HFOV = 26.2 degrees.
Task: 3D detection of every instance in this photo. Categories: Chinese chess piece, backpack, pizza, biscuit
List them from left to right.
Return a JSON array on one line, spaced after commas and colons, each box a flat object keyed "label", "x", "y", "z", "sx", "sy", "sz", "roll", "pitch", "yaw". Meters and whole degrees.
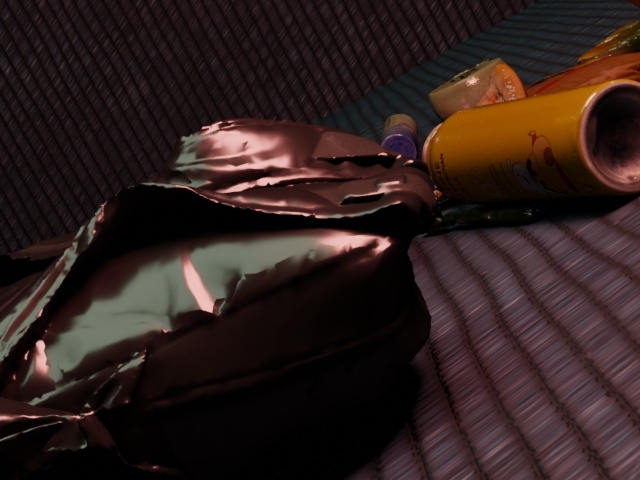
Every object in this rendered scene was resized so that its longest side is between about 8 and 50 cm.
[{"label": "backpack", "x": -0.107, "y": 0.070, "z": 1.022, "sx": 0.445, "sy": 0.255, "sz": 0.363, "roll": -26, "pitch": 15, "yaw": -1}, {"label": "pizza", "x": 0.167, "y": -0.100, "z": 1.580, "sx": 0.195, "sy": 0.052, "sz": 0.185, "roll": -43, "pitch": 33, "yaw": 37}, {"label": "Chinese chess piece", "x": 0.249, "y": -0.250, "z": 2.273, "sx": 0.144, "sy": 0.058, "sz": 0.144, "roll": -28, "pitch": 8, "yaw": 4}, {"label": "biscuit", "x": 0.309, "y": -0.186, "z": 1.676, "sx": 0.262, "sy": 0.052, "sz": 0.277, "roll": -27, "pitch": 6, "yaw": -21}, {"label": "pizza", "x": 0.433, "y": -0.268, "z": 1.857, "sx": 0.175, "sy": 0.046, "sz": 0.134, "roll": -25, "pitch": 11, "yaw": 21}]

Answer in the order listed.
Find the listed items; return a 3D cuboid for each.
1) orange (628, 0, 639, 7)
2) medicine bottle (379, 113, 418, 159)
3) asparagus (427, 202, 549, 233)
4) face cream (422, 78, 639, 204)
[{"label": "orange", "x": 0.472, "y": -0.415, "z": 1.638, "sx": 0.340, "sy": 0.341, "sz": 0.293, "roll": -29, "pitch": 14, "yaw": -1}, {"label": "medicine bottle", "x": 0.121, "y": -0.152, "z": 2.112, "sx": 0.059, "sy": 0.059, "sz": 0.231, "roll": -27, "pitch": 9, "yaw": 9}, {"label": "asparagus", "x": 0.160, "y": -0.022, "z": 1.415, "sx": 0.233, "sy": 0.022, "sz": 0.023, "roll": -8, "pitch": 64, "yaw": 65}, {"label": "face cream", "x": 0.200, "y": -0.090, "z": 1.361, "sx": 0.105, "sy": 0.105, "sz": 0.348, "roll": -32, "pitch": 12, "yaw": -20}]
